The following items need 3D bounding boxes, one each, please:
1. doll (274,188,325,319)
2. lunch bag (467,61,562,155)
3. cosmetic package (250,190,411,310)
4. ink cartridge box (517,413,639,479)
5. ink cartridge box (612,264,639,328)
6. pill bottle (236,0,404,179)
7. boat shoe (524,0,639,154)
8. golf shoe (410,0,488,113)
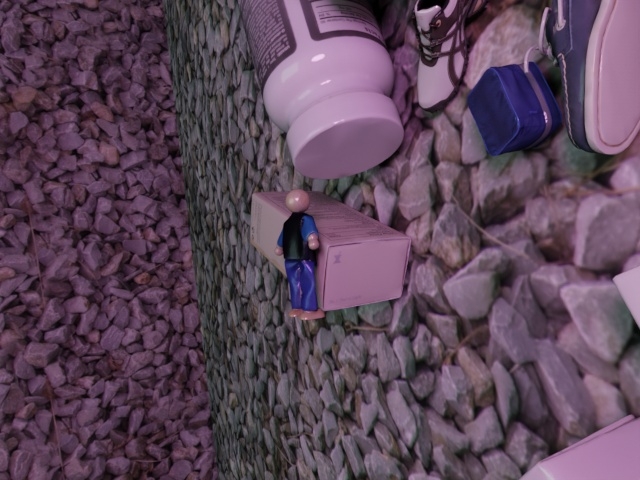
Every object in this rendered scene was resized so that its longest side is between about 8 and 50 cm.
[{"bbox_3d":[-0.033,0.018,0.684,0.129,0.046,0.189,-1,93,60],"label":"doll"},{"bbox_3d":[0.216,-0.149,0.514,0.067,0.065,0.098,118,138,-68],"label":"lunch bag"},{"bbox_3d":[0.000,0.000,0.834,0.309,0.160,0.113,37,126,55],"label":"cosmetic package"},{"bbox_3d":[0.285,0.398,0.367,0.395,0.166,0.285,58,141,40],"label":"ink cartridge box"},{"bbox_3d":[0.339,0.089,0.287,0.172,0.100,0.237,-50,52,52],"label":"ink cartridge box"},{"bbox_3d":[-0.004,-0.297,0.738,0.210,0.210,0.363,-43,57,55],"label":"pill bottle"},{"bbox_3d":[0.244,-0.203,0.420,0.079,0.095,0.254,4,96,59],"label":"boat shoe"},{"bbox_3d":[0.147,-0.264,0.591,0.077,0.094,0.198,49,137,46],"label":"golf shoe"}]
